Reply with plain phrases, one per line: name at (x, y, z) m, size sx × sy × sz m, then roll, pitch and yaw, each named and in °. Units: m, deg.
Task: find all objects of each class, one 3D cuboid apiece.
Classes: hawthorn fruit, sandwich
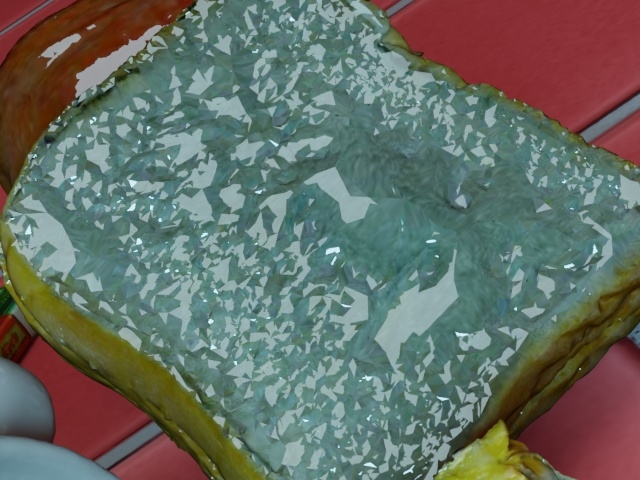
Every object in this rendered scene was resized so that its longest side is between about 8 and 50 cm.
hawthorn fruit at (-0.099, -0.066, 0.962) m, size 0.261 × 0.258 × 0.258 m, roll -60°, pitch 31°, yaw -6°
sandwich at (0.000, 0.000, 0.736) m, size 0.301 × 0.099 × 0.271 m, roll 37°, pitch 68°, yaw 21°

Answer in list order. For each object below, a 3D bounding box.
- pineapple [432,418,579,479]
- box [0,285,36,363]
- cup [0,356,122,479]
pineapple at (0.047, 0.199, 0.466) m, size 0.250 × 0.140 × 0.164 m, roll -46°, pitch 26°, yaw -22°
box at (-0.337, 0.104, 1.166) m, size 0.235 × 0.034 × 0.132 m, roll -15°, pitch 32°, yaw 32°
cup at (-0.197, 0.198, 0.622) m, size 0.257 × 0.227 × 0.301 m, roll -26°, pitch 50°, yaw 26°
